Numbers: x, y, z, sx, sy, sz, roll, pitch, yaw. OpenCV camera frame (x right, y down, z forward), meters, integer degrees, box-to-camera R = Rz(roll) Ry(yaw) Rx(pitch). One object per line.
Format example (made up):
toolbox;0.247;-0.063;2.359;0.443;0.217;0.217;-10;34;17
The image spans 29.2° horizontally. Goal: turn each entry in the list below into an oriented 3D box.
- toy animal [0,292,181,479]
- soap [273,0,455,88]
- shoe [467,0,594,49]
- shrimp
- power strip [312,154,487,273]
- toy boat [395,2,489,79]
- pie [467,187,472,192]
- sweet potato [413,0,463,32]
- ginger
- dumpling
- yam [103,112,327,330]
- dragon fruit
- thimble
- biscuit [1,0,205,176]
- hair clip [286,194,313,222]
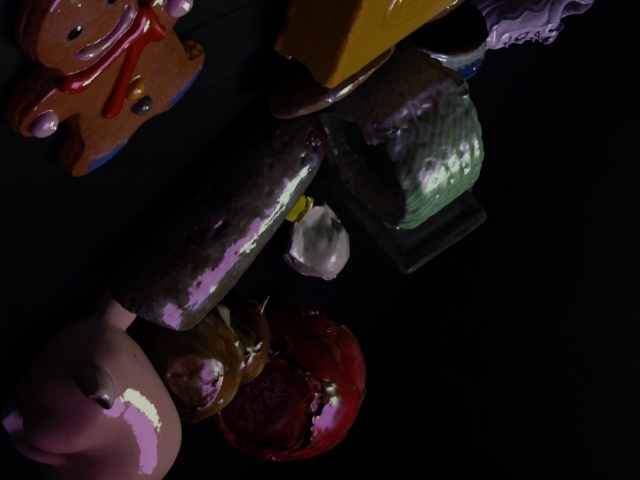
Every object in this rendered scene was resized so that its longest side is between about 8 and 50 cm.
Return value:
toy animal;-0.291;0.215;1.554;0.195;0.213;0.256;-87;160;-48
soap;0.099;-0.319;1.373;0.324;0.096;0.204;-39;165;-33
shoe;0.306;-0.343;1.906;0.245;0.137;0.095;-45;163;-7
shrimp;0.033;-0.221;1.467;0.145;0.059;0.254;-7;-154;48
power strip;0.108;-0.097;1.721;0.092;0.257;0.251;-48;170;31
toy boat;0.168;-0.257;1.745;0.262;0.114;0.115;-45;160;-52
pie;0.126;-0.106;1.896;0.204;0.218;0.054;-51;152;-42
sweet potato;0.151;-0.319;1.630;0.226;0.068;0.068;-49;168;15
ginger;-0.167;0.153;1.791;0.254;0.176;0.418;-45;175;-13
dumpling;0.000;0.000;2.069;0.188;0.108;0.127;26;84;-60
yam;-0.117;-0.032;1.515;0.330;0.133;0.133;-49;168;-5
dragon fruit;-0.061;0.262;2.265;0.295;0.295;0.302;-50;-173;15
thimble;0.104;-0.133;1.546;0.150;0.219;0.219;-37;165;-16
biscuit;-0.183;-0.155;1.070;0.205;0.049;0.324;-43;166;-13
hair clip;-0.056;-0.057;1.800;0.072;0.046;0.173;-53;168;13
